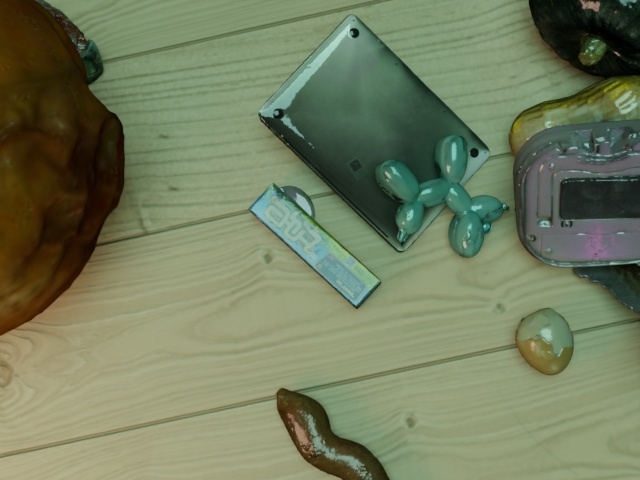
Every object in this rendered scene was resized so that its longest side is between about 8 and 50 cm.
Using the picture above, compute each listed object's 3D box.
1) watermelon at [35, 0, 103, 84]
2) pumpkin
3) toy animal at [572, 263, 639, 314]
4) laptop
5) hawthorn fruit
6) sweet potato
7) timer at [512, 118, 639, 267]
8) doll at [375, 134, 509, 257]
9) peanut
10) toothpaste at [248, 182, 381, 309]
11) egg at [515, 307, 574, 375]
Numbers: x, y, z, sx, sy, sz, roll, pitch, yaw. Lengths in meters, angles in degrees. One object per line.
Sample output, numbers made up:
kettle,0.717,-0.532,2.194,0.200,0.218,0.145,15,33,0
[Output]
watermelon,-0.396,-0.268,1.376,0.187,0.071,0.139,-8,77,2
pumpkin,0.363,-0.285,1.263,0.212,0.211,0.152,30,92,7
toy animal,0.459,0.127,1.238,0.197,0.160,0.272,-16,88,-1
laptop,0.074,-0.139,1.315,0.269,0.015,0.187,43,85,-10
hawthorn fruit,-0.455,-0.089,1.168,0.472,0.472,0.471,0,81,3
sweet potato,0.020,0.270,1.275,0.218,0.051,0.065,42,83,8
timer,0.346,-0.053,1.249,0.208,0.069,0.190,-3,123,11
doll,0.163,-0.052,1.298,0.159,0.059,0.158,-16,95,-13
peanut,0.339,-0.151,1.280,0.207,0.087,0.087,-18,80,27
toothpaste,0.000,0.000,1.321,0.193,0.044,0.070,42,86,8
egg,0.286,0.129,1.274,0.071,0.071,0.083,-25,84,-1
